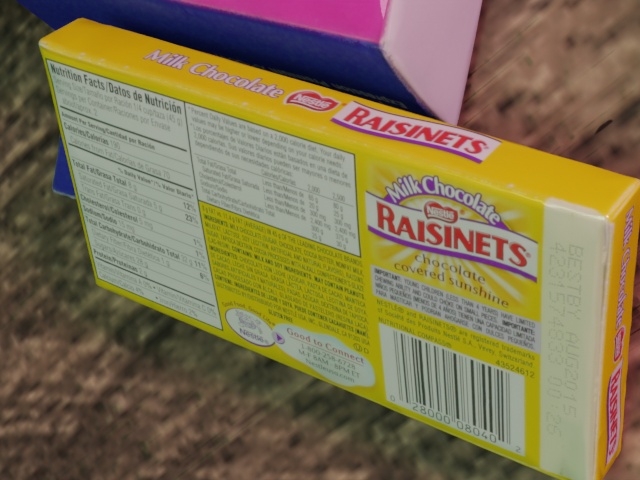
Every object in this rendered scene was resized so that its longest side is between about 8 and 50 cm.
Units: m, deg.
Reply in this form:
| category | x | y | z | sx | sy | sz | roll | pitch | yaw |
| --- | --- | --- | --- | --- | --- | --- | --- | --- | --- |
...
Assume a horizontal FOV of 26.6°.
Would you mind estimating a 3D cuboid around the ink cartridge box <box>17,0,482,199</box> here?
| category | x | y | z | sx | sy | sz | roll | pitch | yaw |
| --- | --- | --- | --- | --- | --- | --- | --- | --- | --- |
| ink cartridge box | -0.019 | -0.175 | 0.440 | 0.175 | 0.069 | 0.371 | 17 | 105 | 31 |

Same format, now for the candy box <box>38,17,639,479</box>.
| category | x | y | z | sx | sy | sz | roll | pitch | yaw |
| --- | --- | --- | --- | --- | --- | --- | --- | --- | --- |
| candy box | 0.000 | 0.000 | 0.433 | 0.205 | 0.027 | 0.105 | 20 | 132 | 29 |
